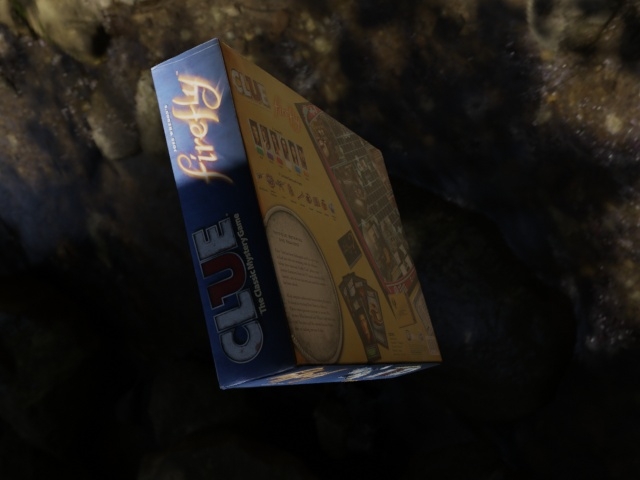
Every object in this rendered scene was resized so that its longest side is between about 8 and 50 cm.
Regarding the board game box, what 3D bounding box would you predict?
[{"bbox_3d":[0.000,0.000,0.501,0.042,0.243,0.165,-19,75,20],"label":"board game box"}]
